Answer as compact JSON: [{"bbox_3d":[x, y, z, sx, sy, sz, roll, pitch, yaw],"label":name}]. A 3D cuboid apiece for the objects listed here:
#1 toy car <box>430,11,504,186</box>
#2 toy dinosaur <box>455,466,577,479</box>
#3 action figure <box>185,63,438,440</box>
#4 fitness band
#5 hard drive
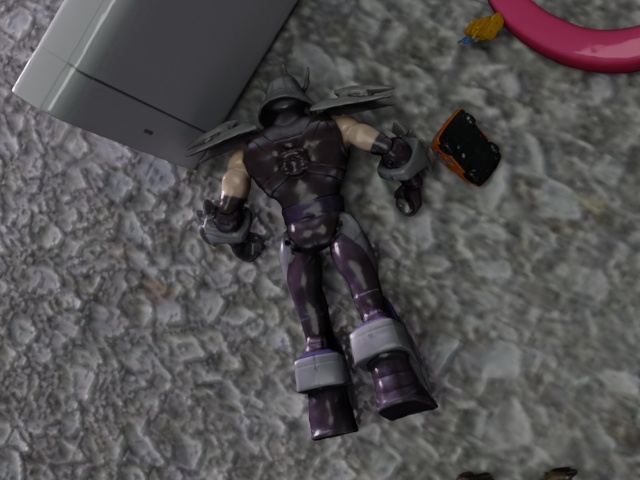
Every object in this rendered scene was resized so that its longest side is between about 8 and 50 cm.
[{"bbox_3d":[0.117,-0.104,0.817,0.040,0.060,0.122,10,76,59],"label":"toy car"},{"bbox_3d":[0.142,0.268,0.736,0.296,0.127,0.200,-8,90,20],"label":"toy dinosaur"},{"bbox_3d":[0.000,0.000,0.808,0.185,0.099,0.285,-18,77,20],"label":"action figure"},{"bbox_3d":[0.233,-0.265,0.785,0.209,0.054,0.290,27,94,15],"label":"fitness band"},{"bbox_3d":[-0.055,-0.224,0.765,0.047,0.233,0.353,32,94,16],"label":"hard drive"}]
